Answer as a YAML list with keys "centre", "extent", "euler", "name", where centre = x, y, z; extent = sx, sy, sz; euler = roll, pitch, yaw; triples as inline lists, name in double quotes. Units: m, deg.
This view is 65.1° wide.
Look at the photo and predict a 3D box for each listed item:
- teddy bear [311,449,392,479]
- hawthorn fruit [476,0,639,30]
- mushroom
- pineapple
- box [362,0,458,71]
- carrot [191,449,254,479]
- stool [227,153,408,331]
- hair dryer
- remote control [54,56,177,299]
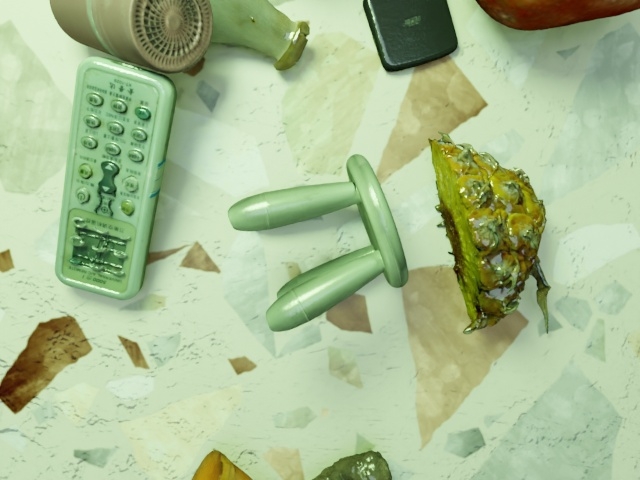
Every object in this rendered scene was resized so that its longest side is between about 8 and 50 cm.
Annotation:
- centre: [0.050, 0.435, 0.760]
  extent: [0.140, 0.177, 0.190]
  euler: [-30, 94, 44]
  name: "teddy bear"
- centre: [0.334, -0.414, 0.652]
  extent: [0.311, 0.295, 0.295]
  euler: [14, 92, 0]
  name: "hawthorn fruit"
- centre: [-0.125, -0.336, 0.737]
  extent: [0.225, 0.093, 0.116]
  euler: [14, 115, -12]
  name: "mushroom"
- centre: [0.272, -0.006, 0.732]
  extent: [0.158, 0.161, 0.335]
  euler: [-7, 91, -4]
  name: "pineapple"
- centre: [0.140, -0.333, 0.776]
  extent: [0.126, 0.027, 0.125]
  euler: [-18, 96, -3]
  name: "box"
- centre: [-0.096, 0.438, 0.747]
  extent: [0.225, 0.159, 0.159]
  euler: [31, 91, -12]
  name: "carrot"
- centre: [0.000, 0.000, 0.701]
  extent: [0.198, 0.195, 0.195]
  euler: [-19, 94, 0]
  name: "stool"
- centre: [-0.269, -0.389, 0.593]
  extent: [0.210, 0.352, 0.125]
  euler: [27, 53, 31]
  name: "hair dryer"
- centre: [-0.293, -0.078, 0.714]
  extent: [0.128, 0.065, 0.335]
  euler: [15, 109, -5]
  name: "remote control"
